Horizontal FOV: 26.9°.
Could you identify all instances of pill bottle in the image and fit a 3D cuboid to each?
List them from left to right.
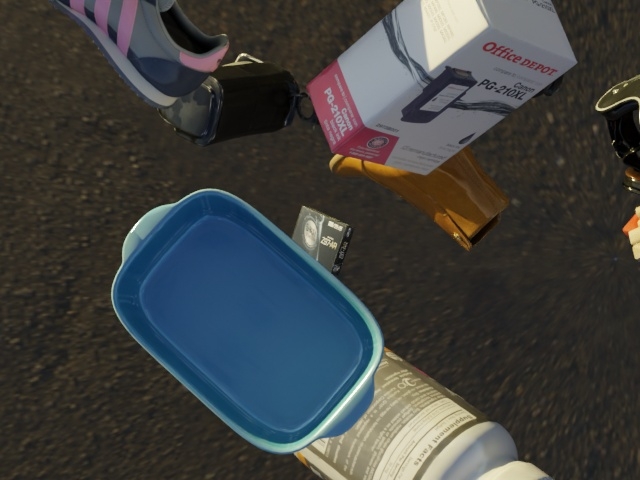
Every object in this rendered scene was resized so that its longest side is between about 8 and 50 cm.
[{"bbox_3d":[0.108,0.237,1.435,0.278,0.162,0.162,33,97,37],"label":"pill bottle"}]

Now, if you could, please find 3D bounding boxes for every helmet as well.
[{"bbox_3d":[0.419,-0.128,1.570,0.169,0.161,0.169,-4,99,-28],"label":"helmet"}]

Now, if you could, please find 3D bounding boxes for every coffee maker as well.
[{"bbox_3d":[-0.121,-0.205,1.940,0.171,0.178,0.120,2,103,35],"label":"coffee maker"}]

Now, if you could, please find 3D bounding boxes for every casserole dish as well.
[{"bbox_3d":[-0.045,0.052,0.858,0.188,0.037,0.114,41,86,8],"label":"casserole dish"}]

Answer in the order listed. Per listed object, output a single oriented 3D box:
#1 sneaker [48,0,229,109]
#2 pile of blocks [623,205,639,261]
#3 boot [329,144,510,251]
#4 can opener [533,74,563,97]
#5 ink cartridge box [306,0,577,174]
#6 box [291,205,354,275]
[{"bbox_3d":[-0.239,-0.306,1.591,0.131,0.112,0.319,-30,122,25],"label":"sneaker"},{"bbox_3d":[0.467,-0.059,1.806,0.112,0.362,0.149,-27,87,30],"label":"pile of blocks"},{"bbox_3d":[0.128,-0.068,1.762,0.104,0.295,0.211,-40,90,-19],"label":"boot"},{"bbox_3d":[0.288,-0.281,1.809,0.059,0.073,0.186,5,117,31],"label":"can opener"},{"bbox_3d":[0.132,-0.184,1.465,0.237,0.172,0.100,-37,61,33],"label":"ink cartridge box"},{"bbox_3d":[0.000,0.000,1.720,0.083,0.018,0.067,27,102,41],"label":"box"}]
